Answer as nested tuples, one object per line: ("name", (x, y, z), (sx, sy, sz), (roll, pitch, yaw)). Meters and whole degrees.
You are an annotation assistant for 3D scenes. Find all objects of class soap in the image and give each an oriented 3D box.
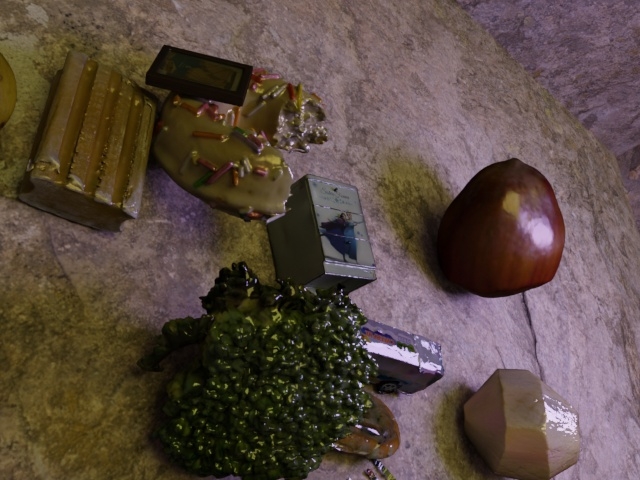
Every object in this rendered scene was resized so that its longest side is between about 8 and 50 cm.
("soap", (-0.371, -0.164, 1.021), (0.173, 0.089, 0.274), (23, 50, -32))

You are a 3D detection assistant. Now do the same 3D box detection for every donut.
("donut", (-0.152, -0.205, 1.164), (0.307, 0.150, 0.371), (21, 39, 3))

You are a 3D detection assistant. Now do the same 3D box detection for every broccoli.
("broccoli", (-0.092, 0.199, 0.938), (0.323, 0.271, 0.335), (2, 95, -44))

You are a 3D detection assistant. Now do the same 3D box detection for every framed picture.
("framed picture", (-0.211, -0.294, 1.108), (0.168, 0.023, 0.128), (12, 39, -6))

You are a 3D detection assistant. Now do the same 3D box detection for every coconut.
("coconut", (0.446, 0.413, 1.408), (0.259, 0.259, 0.260), (26, 49, -33))

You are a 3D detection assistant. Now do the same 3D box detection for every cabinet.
("cabinet", (0.000, 0.000, 1.255), (0.145, 0.150, 0.206), (9, 60, -43))

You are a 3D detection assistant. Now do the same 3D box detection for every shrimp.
("shrimp", (0.058, 0.328, 1.166), (0.254, 0.059, 0.145), (22, 42, -30))

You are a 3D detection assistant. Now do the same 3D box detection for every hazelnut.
("hazelnut", (0.474, -0.026, 1.634), (0.365, 0.365, 0.366), (26, 49, -33))

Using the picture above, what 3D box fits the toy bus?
("toy bus", (0.108, 0.221, 1.233), (0.316, 0.138, 0.113), (21, 53, -34))

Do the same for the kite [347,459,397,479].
("kite", (0.155, 0.545, 1.167), (0.310, 0.015, 0.169), (52, 40, -8))

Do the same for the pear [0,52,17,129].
("pear", (-0.502, -0.211, 0.869), (0.148, 0.148, 0.162), (-10, 79, -49))
